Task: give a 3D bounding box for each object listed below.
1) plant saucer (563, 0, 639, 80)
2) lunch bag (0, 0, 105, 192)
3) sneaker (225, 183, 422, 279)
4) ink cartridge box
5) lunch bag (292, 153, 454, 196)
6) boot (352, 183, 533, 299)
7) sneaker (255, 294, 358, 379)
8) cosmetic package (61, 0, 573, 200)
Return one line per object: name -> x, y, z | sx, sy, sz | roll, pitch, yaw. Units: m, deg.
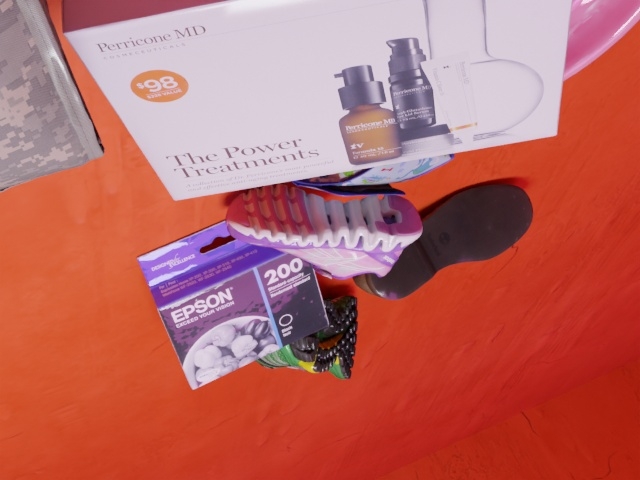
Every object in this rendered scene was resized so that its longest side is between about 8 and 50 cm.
plant saucer -> 0.215, -0.262, 1.010 | 0.332, 0.084, 0.332 | -23, 155, -11
lunch bag -> -0.291, -0.113, 0.658 | 0.235, 0.169, 0.287 | -24, 151, -11
sneaker -> 0.000, 0.000, 1.198 | 0.236, 0.095, 0.104 | 5, 135, -13
ink cartridge box -> -0.104, 0.069, 1.264 | 0.206, 0.045, 0.208 | -24, 128, -11
lunch bag -> 0.057, -0.099, 1.160 | 0.129, 0.096, 0.151 | -4, 164, -46
boot -> 0.182, -0.004, 1.506 | 0.305, 0.112, 0.115 | -25, -174, -19
sneaker -> -0.029, 0.139, 1.530 | 0.146, 0.134, 0.343 | 4, 171, 18
cosmetic package -> 0.013, -0.162, 0.835 | 0.377, 0.097, 0.284 | -10, 153, 6
